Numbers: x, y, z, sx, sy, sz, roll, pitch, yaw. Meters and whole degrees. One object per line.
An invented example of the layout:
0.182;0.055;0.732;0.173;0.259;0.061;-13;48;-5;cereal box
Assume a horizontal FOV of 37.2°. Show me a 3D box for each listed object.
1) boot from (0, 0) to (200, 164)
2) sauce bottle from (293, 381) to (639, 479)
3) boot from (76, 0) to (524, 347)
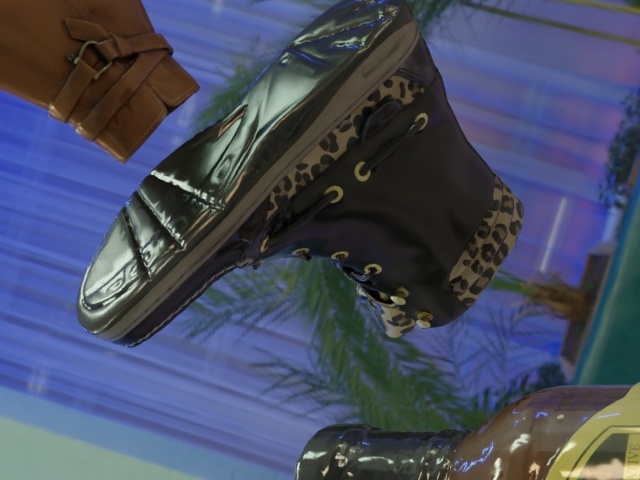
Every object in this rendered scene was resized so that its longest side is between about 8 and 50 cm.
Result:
-0.260;-0.148;0.872;0.109;0.220;0.283;-26;18;49;boot
0.143;0.109;0.365;0.111;0.344;0.111;16;-110;-51;sauce bottle
0.000;0.000;0.852;0.377;0.284;0.138;-47;37;-3;boot
